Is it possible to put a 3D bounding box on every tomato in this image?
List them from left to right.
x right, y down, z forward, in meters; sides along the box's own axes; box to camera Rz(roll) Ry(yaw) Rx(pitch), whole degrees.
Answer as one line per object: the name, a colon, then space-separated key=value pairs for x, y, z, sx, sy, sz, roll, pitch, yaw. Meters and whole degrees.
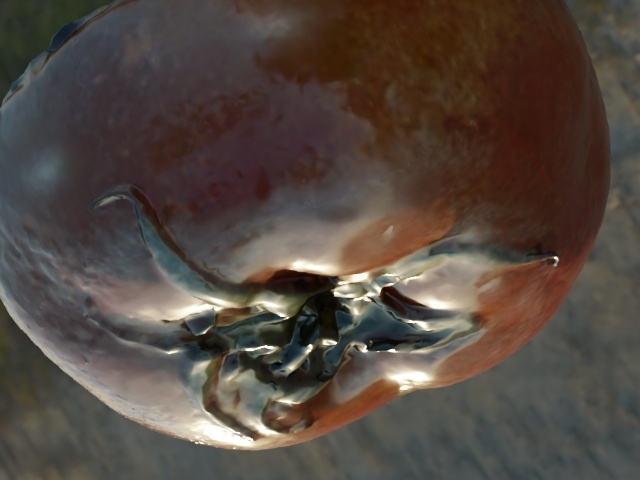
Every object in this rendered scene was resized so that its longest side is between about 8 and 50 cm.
tomato: x=0.000 y=0.000 z=0.616 sx=0.237 sy=0.236 sz=0.095 roll=88 pitch=165 yaw=-58
